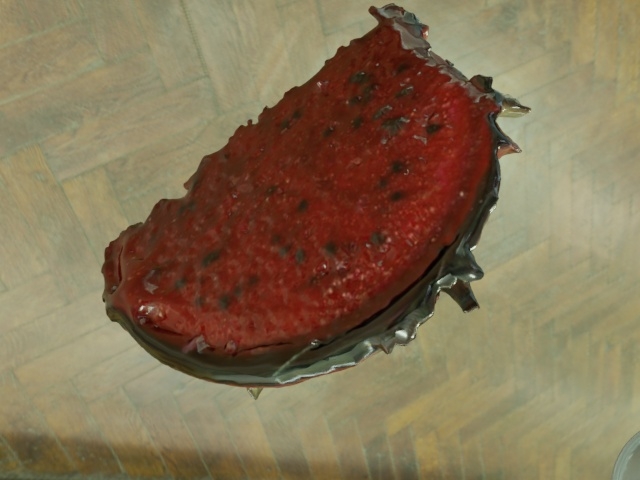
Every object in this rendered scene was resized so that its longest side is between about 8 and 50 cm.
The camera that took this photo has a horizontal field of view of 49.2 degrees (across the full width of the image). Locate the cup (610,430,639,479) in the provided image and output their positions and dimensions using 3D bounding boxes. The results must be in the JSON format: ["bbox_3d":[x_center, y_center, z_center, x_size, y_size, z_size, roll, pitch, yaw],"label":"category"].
[{"bbox_3d":[0.309,0.266,0.594,0.167,0.221,0.202,-50,137,-38],"label":"cup"}]

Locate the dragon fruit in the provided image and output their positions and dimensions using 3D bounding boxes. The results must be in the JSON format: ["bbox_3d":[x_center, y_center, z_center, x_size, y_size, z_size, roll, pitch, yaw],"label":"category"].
[{"bbox_3d":[0.000,0.000,0.527,0.343,0.282,0.100,-37,133,5],"label":"dragon fruit"}]
